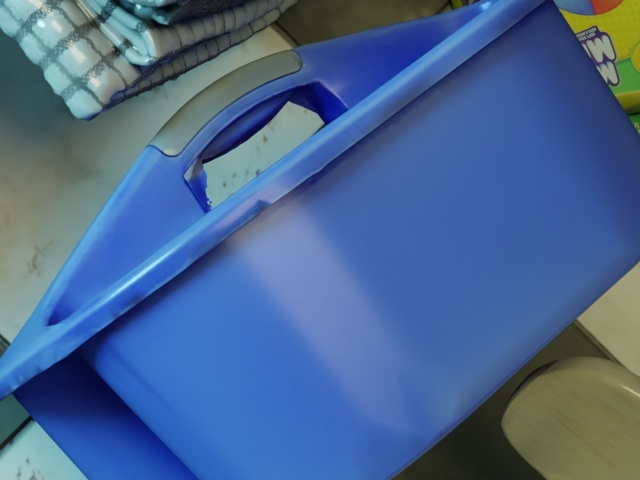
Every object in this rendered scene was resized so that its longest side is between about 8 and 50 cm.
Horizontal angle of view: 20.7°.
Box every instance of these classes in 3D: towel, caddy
[{"bbox_3d":[-0.101,-0.205,0.861,0.235,0.121,0.283,50,23,0],"label":"towel"},{"bbox_3d":[0.000,0.000,0.826,0.341,0.241,0.179,-38,94,-30],"label":"caddy"}]

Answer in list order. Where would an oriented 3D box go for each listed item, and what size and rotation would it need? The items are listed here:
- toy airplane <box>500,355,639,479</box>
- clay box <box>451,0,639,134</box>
[{"bbox_3d":[0.294,0.226,0.844,0.384,0.272,0.386,-9,86,7],"label":"toy airplane"},{"bbox_3d":[0.144,-0.150,1.050,0.127,0.053,0.222,-11,74,-26],"label":"clay box"}]
